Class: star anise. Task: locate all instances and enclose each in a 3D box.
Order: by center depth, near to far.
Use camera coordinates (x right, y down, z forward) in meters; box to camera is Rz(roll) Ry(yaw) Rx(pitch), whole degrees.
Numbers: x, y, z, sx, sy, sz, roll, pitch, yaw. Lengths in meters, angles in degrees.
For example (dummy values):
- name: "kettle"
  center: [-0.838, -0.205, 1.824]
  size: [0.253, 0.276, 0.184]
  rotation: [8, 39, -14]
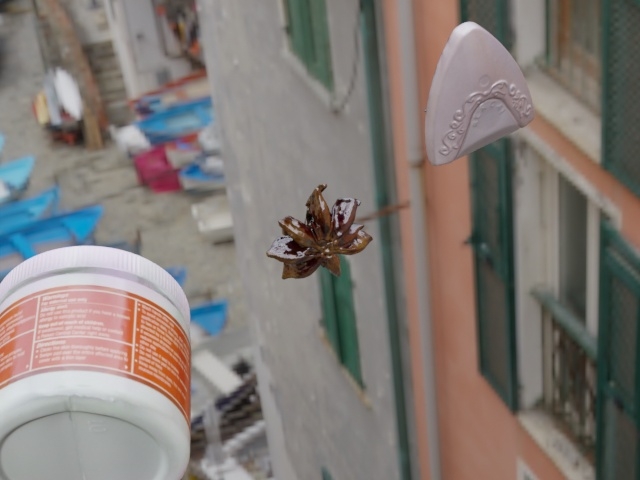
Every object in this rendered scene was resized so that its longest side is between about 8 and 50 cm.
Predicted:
- name: "star anise"
  center: [0.001, 0.000, 2.006]
  size: [0.168, 0.167, 0.057]
  rotation: [-18, 35, -16]

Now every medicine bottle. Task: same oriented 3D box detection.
- name: "medicine bottle"
  center: [-0.282, 0.174, 1.727]
  size: [0.253, 0.252, 0.240]
  rotation: [-5, 46, 2]

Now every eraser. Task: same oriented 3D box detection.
- name: "eraser"
  center: [0.258, -0.249, 2.354]
  size: [0.204, 0.243, 0.059]
  rotation: [-26, 44, -12]
